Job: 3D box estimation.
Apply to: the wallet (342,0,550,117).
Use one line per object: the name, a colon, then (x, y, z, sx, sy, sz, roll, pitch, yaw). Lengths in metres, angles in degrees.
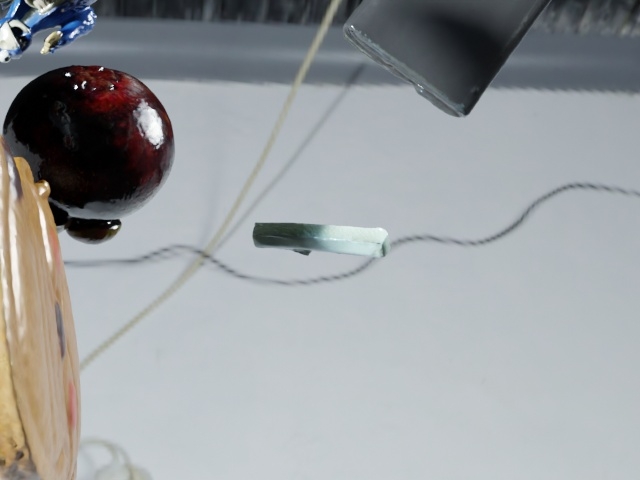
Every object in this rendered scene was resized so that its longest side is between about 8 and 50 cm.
wallet: (0.236, -0.399, 1.956, 0.228, 0.062, 0.406, 37, 79, -1)

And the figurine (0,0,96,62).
figurine: (-0.388, -0.366, 1.889, 0.121, 0.164, 0.262, 28, 62, 35)

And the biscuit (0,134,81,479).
biscuit: (-0.286, 0.088, 1.273, 0.078, 0.455, 0.349, -4, 85, -5)

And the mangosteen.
mangosteen: (-0.265, -0.101, 1.495, 0.210, 0.210, 0.209, 4, 54, -6)

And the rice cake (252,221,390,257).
rice cake: (0.000, 0.000, 1.670, 0.180, 0.042, 0.030, 4, 50, 17)
